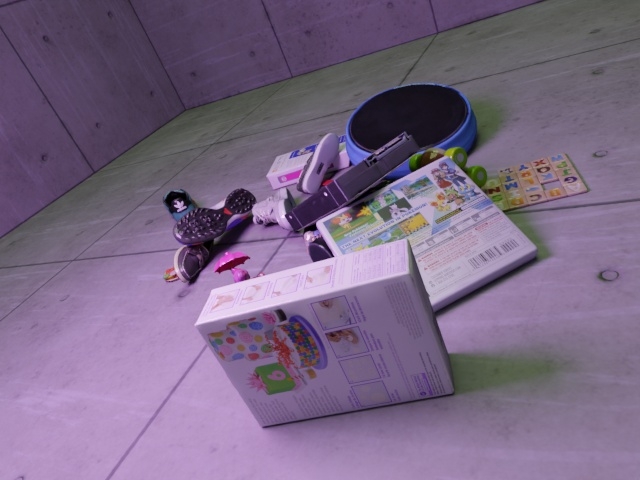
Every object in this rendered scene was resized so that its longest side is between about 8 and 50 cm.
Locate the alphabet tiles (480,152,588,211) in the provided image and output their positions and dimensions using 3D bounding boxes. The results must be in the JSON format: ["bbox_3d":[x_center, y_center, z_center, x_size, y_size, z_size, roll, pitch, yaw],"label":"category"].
[{"bbox_3d":[0.465,-0.131,1.171,0.237,0.009,0.198,-14,29,18],"label":"alphabet tiles"}]

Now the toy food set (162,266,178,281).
[{"bbox_3d":[-0.418,0.090,1.463,0.083,0.020,0.083,-23,28,1],"label":"toy food set"}]

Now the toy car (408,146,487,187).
[{"bbox_3d":[0.273,-0.110,1.198,0.155,0.148,0.189,4,63,61],"label":"toy car"}]

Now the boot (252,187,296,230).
[{"bbox_3d":[-0.136,-0.071,1.467,0.123,0.095,0.258,-27,19,6],"label":"boot"}]

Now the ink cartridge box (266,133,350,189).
[{"bbox_3d":[0.002,-0.288,1.750,0.370,0.069,0.176,-17,28,19],"label":"ink cartridge box"}]

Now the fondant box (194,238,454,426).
[{"bbox_3d":[0.012,0.154,0.779,0.330,0.238,0.096,-16,29,15],"label":"fondant box"}]

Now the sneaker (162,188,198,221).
[{"bbox_3d":[-0.514,-0.141,1.834,0.108,0.121,0.302,-31,28,-14],"label":"sneaker"}]

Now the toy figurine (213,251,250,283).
[{"bbox_3d":[-0.167,0.103,1.095,0.130,0.159,0.173,-31,29,-12],"label":"toy figurine"}]

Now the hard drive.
[{"bbox_3d":[0.066,-0.133,1.226,0.236,0.064,0.339,-37,4,-25],"label":"hard drive"}]

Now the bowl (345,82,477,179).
[{"bbox_3d":[0.260,-0.337,1.493,0.390,0.077,0.391,-11,45,11],"label":"bowl"}]

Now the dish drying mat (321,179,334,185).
[{"bbox_3d":[0.035,-0.183,1.600,0.083,0.008,0.032,4,38,44],"label":"dish drying mat"}]

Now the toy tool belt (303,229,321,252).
[{"bbox_3d":[0.000,0.000,1.275,0.083,0.052,0.051,-21,59,12],"label":"toy tool belt"}]

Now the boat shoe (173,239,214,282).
[{"bbox_3d":[-0.356,0.038,1.442,0.073,0.080,0.224,-24,23,12],"label":"boat shoe"}]

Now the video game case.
[{"bbox_3d":[0.198,-0.004,1.005,0.328,0.036,0.300,-27,53,-5],"label":"video game case"}]

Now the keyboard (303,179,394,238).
[{"bbox_3d":[0.106,-0.095,1.368,0.316,0.033,0.202,-16,28,14],"label":"keyboard"}]

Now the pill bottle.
[{"bbox_3d":[0.079,-0.018,1.153,0.219,0.123,0.122,-39,31,-26],"label":"pill bottle"}]

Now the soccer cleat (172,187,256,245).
[{"bbox_3d":[-0.315,-0.051,1.495,0.318,0.108,0.116,-40,-8,-49],"label":"soccer cleat"}]

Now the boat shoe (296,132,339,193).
[{"bbox_3d":[-0.013,-0.252,1.616,0.070,0.077,0.219,13,70,47],"label":"boat shoe"}]

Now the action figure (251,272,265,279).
[{"bbox_3d":[-0.185,0.114,1.233,0.115,0.030,0.038,-32,24,-19],"label":"action figure"}]
